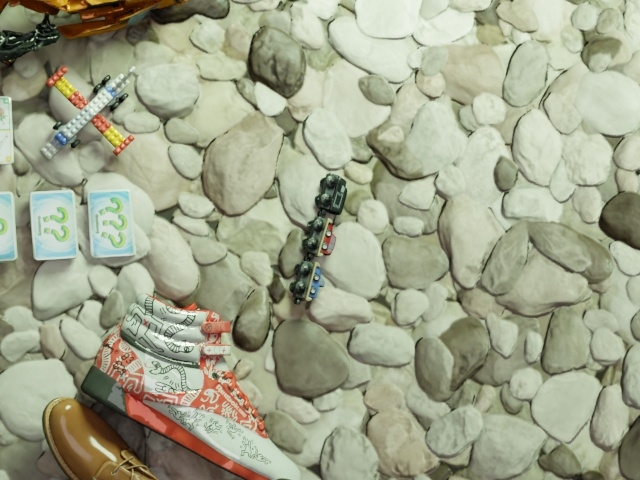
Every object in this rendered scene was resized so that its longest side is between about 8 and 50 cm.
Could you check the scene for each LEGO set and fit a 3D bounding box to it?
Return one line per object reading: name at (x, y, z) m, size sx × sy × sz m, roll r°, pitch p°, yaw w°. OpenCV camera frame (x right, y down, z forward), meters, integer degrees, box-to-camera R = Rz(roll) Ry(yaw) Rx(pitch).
LEGO set at (-0.294, -0.101, 1.403) m, size 0.182 × 0.060 × 0.244 m, roll -2°, pitch 86°, yaw -18°

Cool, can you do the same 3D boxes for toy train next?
toy train at (0.000, 0.000, 1.481) m, size 0.036 × 0.027 × 0.158 m, roll 20°, pitch 81°, yaw -22°

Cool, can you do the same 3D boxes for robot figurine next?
robot figurine at (-0.299, -0.303, 1.396) m, size 0.291 × 0.085 × 0.211 m, roll -13°, pitch 84°, yaw -16°

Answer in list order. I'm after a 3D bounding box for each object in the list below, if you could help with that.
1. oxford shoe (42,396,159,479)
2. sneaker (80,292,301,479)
oxford shoe at (-0.212, 0.247, 1.374) m, size 0.212 × 0.076 × 0.076 m, roll 50°, pitch 50°, yaw -7°
sneaker at (-0.112, 0.163, 1.407) m, size 0.270 × 0.090 × 0.145 m, roll 29°, pitch 82°, yaw -7°
